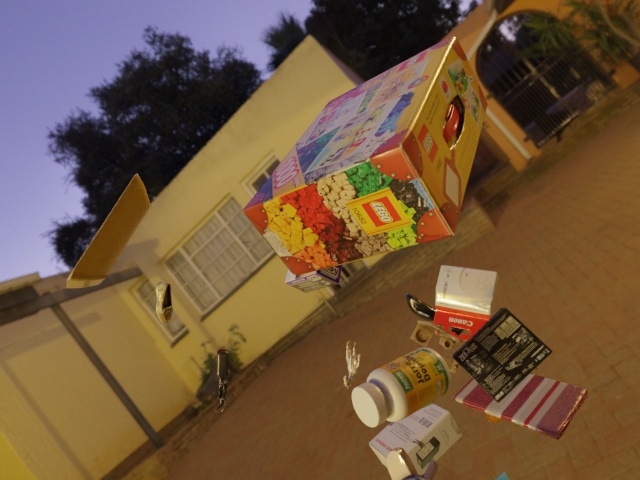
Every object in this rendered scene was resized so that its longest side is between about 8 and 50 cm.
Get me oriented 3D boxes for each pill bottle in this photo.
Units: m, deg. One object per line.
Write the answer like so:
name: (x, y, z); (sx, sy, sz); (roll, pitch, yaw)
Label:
pill bottle: (0.175, 0.321, 1.033); (0.209, 0.117, 0.117); (-15, -17, -32)

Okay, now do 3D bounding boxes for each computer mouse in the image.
computer mouse: (0.428, 0.296, 1.822); (0.060, 0.262, 0.184); (-60, -12, 5)

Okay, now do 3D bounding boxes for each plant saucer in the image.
plant saucer: (-0.604, -0.002, 1.371); (0.333, 0.081, 0.332); (-17, 45, 60)

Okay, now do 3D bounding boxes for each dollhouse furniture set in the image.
dollhouse furniture set: (0.311, 0.319, 1.284); (0.151, 0.144, 0.123); (-61, 0, -9)

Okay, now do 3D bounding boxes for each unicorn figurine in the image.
unicorn figurine: (0.102, 0.411, 1.572); (0.162, 0.060, 0.111); (-57, -26, -66)

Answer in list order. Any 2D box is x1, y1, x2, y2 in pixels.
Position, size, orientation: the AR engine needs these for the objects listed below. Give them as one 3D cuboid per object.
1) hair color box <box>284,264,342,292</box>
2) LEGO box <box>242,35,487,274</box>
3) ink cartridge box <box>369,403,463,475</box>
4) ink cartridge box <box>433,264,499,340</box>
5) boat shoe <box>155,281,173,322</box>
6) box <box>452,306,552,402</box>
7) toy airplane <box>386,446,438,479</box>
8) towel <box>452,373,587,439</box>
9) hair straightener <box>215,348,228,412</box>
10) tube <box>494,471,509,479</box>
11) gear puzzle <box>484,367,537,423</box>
hair color box: (0.000, 0.000, 1.672); (0.185, 0.110, 0.338); (-22, 49, 48)
LEGO box: (0.120, -0.187, 1.020); (0.373, 0.193, 0.500); (-17, 30, 37)
ink cartridge box: (0.363, 0.766, 1.828); (0.289, 0.121, 0.211); (-35, 12, -18)
ink cartridge box: (0.472, 0.205, 1.564); (0.066, 0.189, 0.232); (43, -120, -52)
boat shoe: (-0.561, 0.227, 1.720); (0.048, 0.152, 0.056); (1, 6, 28)
box: (0.441, 0.278, 1.162); (0.180, 0.147, 0.077); (-46, -17, 4)
toy airplane: (0.282, 0.699, 1.027); (0.272, 0.386, 0.383); (9, -85, -60)
towel: (0.618, 0.489, 1.475); (0.237, 0.037, 0.329); (-24, 20, -38)
hair straightener: (-0.372, 0.529, 1.771); (0.047, 0.230, 0.089); (7, -6, -16)
tube: (0.548, 0.857, 1.566); (0.207, 0.052, 0.080); (-45, 18, 11)
gear puzzle: (0.705, 0.560, 1.816); (0.044, 0.176, 0.338); (-52, -21, -73)
